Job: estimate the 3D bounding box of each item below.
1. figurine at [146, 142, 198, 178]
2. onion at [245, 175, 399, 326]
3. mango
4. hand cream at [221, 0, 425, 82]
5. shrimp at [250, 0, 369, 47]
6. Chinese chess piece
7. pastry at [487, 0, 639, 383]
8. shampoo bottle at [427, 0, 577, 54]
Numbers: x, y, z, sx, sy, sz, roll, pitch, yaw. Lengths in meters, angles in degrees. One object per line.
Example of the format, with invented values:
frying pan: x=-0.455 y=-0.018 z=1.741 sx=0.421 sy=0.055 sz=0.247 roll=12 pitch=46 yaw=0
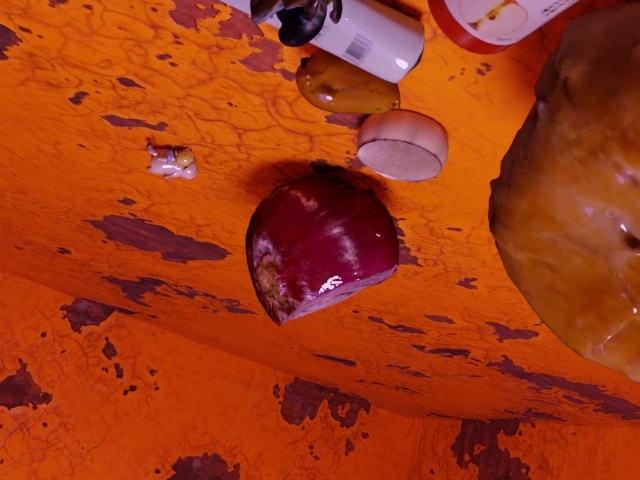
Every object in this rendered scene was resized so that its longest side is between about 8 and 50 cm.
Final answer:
figurine: x=-0.232 y=-0.126 z=1.385 sx=0.083 sy=0.047 sz=0.051 roll=9 pitch=151 yaw=-5
onion: x=-0.002 y=-0.005 z=1.355 sx=0.216 sy=0.207 sz=0.206 roll=-25 pitch=168 yaw=-33
mango: x=0.032 y=-0.179 z=1.013 sx=0.127 sy=0.077 sz=0.063 roll=10 pitch=165 yaw=-14
hand cream: x=-0.041 y=-0.249 z=0.902 sx=0.320 sy=0.067 sz=0.109 roll=21 pitch=159 yaw=-11
shrimp: x=0.038 y=-0.285 z=0.659 sx=0.221 sy=0.110 sz=0.445 roll=20 pitch=153 yaw=-16
Chinese chess piece: x=0.108 y=-0.124 z=1.164 sx=0.122 sy=0.051 sz=0.122 roll=12 pitch=160 yaw=5
pastry: x=0.354 y=-0.041 z=0.833 sx=0.409 sy=0.245 sz=0.410 roll=26 pitch=135 yaw=29
shampoo bottle: x=0.194 y=-0.244 z=0.679 sx=0.104 sy=0.104 sz=0.278 roll=19 pitch=160 yaw=-20
